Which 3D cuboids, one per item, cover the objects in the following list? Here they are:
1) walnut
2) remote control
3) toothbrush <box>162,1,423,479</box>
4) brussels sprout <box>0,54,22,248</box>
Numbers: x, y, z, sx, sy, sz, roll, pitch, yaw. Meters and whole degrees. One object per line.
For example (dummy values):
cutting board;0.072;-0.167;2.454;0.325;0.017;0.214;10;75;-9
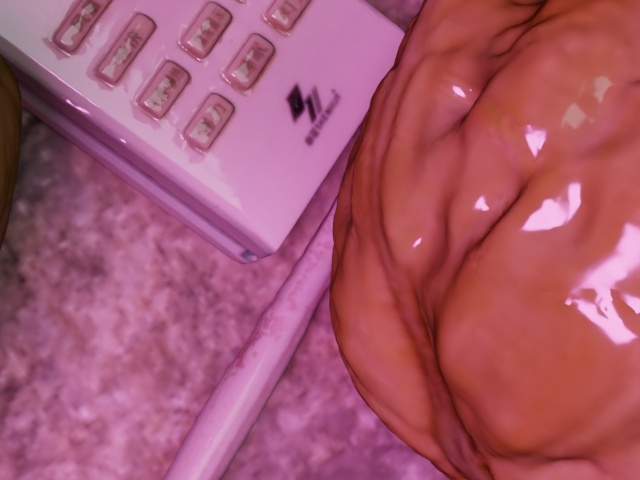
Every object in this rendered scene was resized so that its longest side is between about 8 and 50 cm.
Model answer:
walnut;0.130;-0.013;0.516;0.257;0.224;0.257;0;90;-24
remote control;-0.104;-0.113;0.538;0.277;0.055;0.103;37;74;-12
toothbrush;0.000;0.000;0.578;0.029;0.025;0.307;32;75;-4
brussels sprout;-0.174;0.011;0.427;0.161;0.223;0.223;45;72;-26
